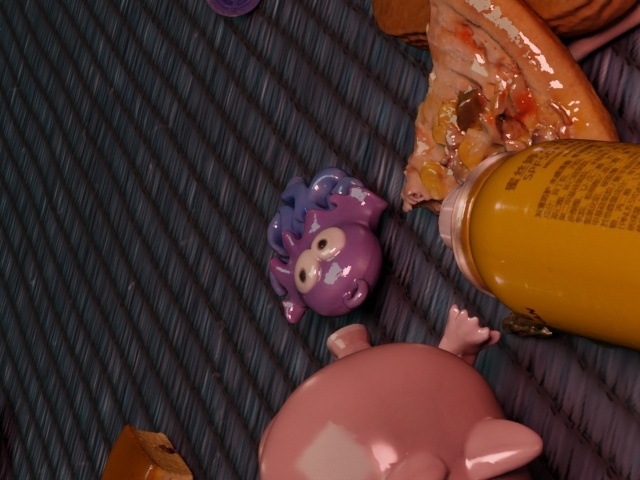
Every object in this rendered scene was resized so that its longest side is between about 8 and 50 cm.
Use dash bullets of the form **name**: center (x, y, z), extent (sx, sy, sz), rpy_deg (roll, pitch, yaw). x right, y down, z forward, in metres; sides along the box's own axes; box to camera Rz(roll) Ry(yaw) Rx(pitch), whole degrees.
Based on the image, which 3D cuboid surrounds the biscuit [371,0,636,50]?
- **biscuit**: center (0.131, -0.251, 0.891), extent (0.277, 0.052, 0.262), rpy_deg (11, 80, 60)

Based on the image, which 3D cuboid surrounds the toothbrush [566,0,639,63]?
- **toothbrush**: center (0.174, -0.132, 0.817), extent (0.307, 0.029, 0.025), rpy_deg (-34, 45, 45)

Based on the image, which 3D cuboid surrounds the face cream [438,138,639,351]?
- **face cream**: center (0.179, 0.007, 0.664), extent (0.348, 0.105, 0.105), rpy_deg (13, 87, 56)

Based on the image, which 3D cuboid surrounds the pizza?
- **pizza**: center (0.091, -0.068, 0.854), extent (0.185, 0.052, 0.195), rpy_deg (54, 147, 14)

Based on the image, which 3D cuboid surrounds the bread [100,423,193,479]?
- **bread**: center (-0.173, 0.274, 1.149), extent (0.088, 0.049, 0.226), rpy_deg (37, 108, 56)

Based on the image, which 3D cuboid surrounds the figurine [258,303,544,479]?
- **figurine**: center (0.041, 0.144, 0.818), extent (0.186, 0.176, 0.287), rpy_deg (63, 165, -8)

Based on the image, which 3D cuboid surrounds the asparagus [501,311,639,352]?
- **asparagus**: center (0.171, 0.055, 0.746), extent (0.233, 0.022, 0.023), rpy_deg (7, 124, 58)

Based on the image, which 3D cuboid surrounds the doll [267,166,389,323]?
- **doll**: center (0.000, 0.000, 0.996), extent (0.110, 0.067, 0.206), rpy_deg (-56, 24, 10)

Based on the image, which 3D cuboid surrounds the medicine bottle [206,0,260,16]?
- **medicine bottle**: center (-0.111, -0.287, 1.299), extent (0.059, 0.059, 0.231), rpy_deg (-58, 35, 23)
